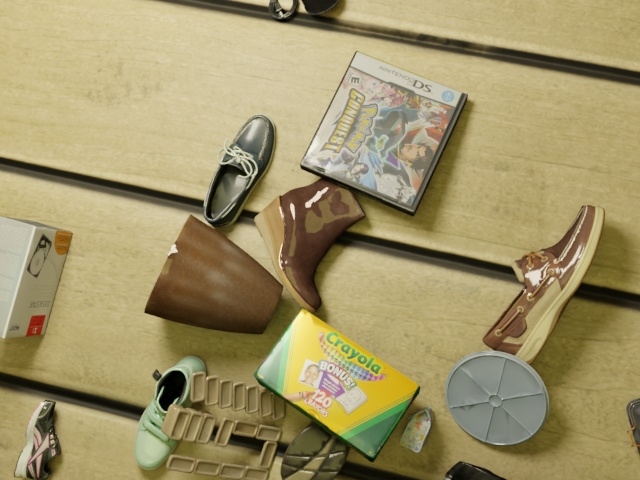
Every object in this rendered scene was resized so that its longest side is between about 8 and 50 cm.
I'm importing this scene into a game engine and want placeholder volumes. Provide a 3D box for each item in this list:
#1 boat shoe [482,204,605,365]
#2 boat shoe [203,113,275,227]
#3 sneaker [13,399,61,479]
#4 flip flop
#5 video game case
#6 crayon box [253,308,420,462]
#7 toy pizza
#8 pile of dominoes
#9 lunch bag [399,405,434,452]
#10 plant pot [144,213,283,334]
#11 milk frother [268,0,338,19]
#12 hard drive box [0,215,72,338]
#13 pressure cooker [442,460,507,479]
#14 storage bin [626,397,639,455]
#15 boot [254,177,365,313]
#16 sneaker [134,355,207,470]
[{"bbox_3d":[0.424,0.071,1.603,0.123,0.123,0.342,29,97,8],"label":"boat shoe"},{"bbox_3d":[-0.171,-0.147,1.721,0.095,0.079,0.254,30,91,9],"label":"boat shoe"},{"bbox_3d":[-0.579,0.422,1.762,0.077,0.072,0.178,17,97,-3],"label":"sneaker"},{"bbox_3d":[0.019,0.375,1.669,0.112,0.080,0.277,25,75,8],"label":"flip flop"},{"bbox_3d":[0.128,-0.219,1.676,0.248,0.035,0.274,24,78,9],"label":"video game case"},{"bbox_3d":[0.032,0.278,1.616,0.278,0.081,0.165,32,74,15],"label":"crayon box"},{"bbox_3d":[0.341,0.303,1.618,0.201,0.032,0.201,8,110,22],"label":"toy pizza"},{"bbox_3d":[-0.188,0.367,1.653,0.040,0.251,0.195,16,86,54],"label":"pile of dominoes"},{"bbox_3d":[0.192,0.365,1.641,0.053,0.071,0.083,26,93,13],"label":"lunch bag"},{"bbox_3d":[-0.199,0.093,1.665,0.231,0.215,0.215,25,90,-6],"label":"plant pot"},{"bbox_3d":[-0.056,-0.525,1.699,0.143,0.134,0.129,-39,51,2],"label":"milk frother"},{"bbox_3d":[-0.616,0.076,1.723,0.089,0.181,0.232,16,90,8],"label":"hard drive box"},{"bbox_3d":[0.314,0.637,1.429,0.376,0.370,0.420,14,76,48],"label":"pressure cooker"},{"bbox_3d":[0.633,0.365,1.566,0.098,0.091,0.135,-16,84,7],"label":"storage bin"},{"bbox_3d":[0.000,0.000,1.681,0.207,0.090,0.248,-29,79,8],"label":"boot"},{"bbox_3d":[-0.324,0.354,1.677,0.094,0.151,0.255,25,92,7],"label":"sneaker"}]
